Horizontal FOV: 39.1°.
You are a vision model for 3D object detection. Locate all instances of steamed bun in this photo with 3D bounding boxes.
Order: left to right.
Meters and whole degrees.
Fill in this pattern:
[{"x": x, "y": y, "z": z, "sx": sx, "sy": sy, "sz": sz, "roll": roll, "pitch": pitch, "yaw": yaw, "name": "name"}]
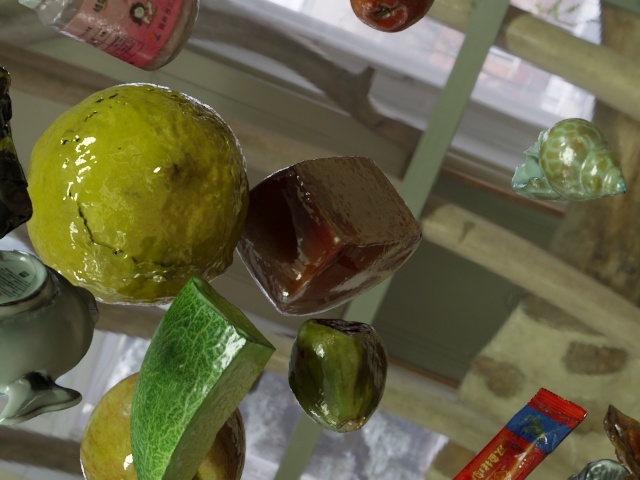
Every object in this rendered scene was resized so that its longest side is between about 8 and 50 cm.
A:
[{"x": 0.000, "y": 0.000, "z": 1.625, "sx": 0.248, "sy": 0.235, "sz": 0.379, "roll": -41, "pitch": -15, "yaw": 28, "name": "steamed bun"}]

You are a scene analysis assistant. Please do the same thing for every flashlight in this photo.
[{"x": 0.584, "y": 0.528, "z": 1.927, "sx": 0.424, "sy": 0.103, "sz": 0.103, "roll": 66, "pitch": -135, "yaw": -71, "name": "flashlight"}]

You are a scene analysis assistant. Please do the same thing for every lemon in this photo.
[{"x": -0.284, "y": -0.066, "z": 1.399, "sx": 0.387, "sy": 0.350, "sz": 0.349, "roll": -12, "pitch": 52, "yaw": 62, "name": "lemon"}]

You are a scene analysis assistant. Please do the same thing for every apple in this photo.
[{"x": -0.243, "y": 0.336, "z": 1.419, "sx": 0.264, "sy": 0.264, "sz": 0.264, "roll": 22, "pitch": -90, "yaw": -88, "name": "apple"}]

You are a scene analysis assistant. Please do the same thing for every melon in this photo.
[{"x": -0.180, "y": 0.222, "z": 1.165, "sx": 0.323, "sy": 0.124, "sz": 0.196, "roll": -64, "pitch": 31, "yaw": 11, "name": "melon"}]

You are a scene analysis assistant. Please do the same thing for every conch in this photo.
[{"x": 0.325, "y": -0.101, "z": 1.182, "sx": 0.116, "sy": 0.106, "sz": 0.173, "roll": -50, "pitch": 8, "yaw": -32, "name": "conch"}]

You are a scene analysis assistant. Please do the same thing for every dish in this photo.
[{"x": -0.325, "y": 0.075, "z": 0.919, "sx": 0.224, "sy": 0.246, "sz": 0.078, "roll": -13, "pitch": -51, "yaw": -34, "name": "dish"}]

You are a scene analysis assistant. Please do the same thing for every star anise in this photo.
[{"x": 0.522, "y": 0.366, "z": 1.406, "sx": 0.111, "sy": 0.212, "sz": 0.196, "roll": -24, "pitch": -54, "yaw": -41, "name": "star anise"}]

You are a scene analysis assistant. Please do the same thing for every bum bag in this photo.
[{"x": -0.397, "y": -0.109, "z": 1.031, "sx": 0.060, "sy": 0.107, "sz": 0.232, "roll": -152, "pitch": 55, "yaw": -64, "name": "bum bag"}]

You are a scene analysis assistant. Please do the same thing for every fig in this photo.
[{"x": 0.026, "y": 0.192, "z": 1.266, "sx": 0.154, "sy": 0.144, "sz": 0.165, "roll": 99, "pitch": 170, "yaw": -55, "name": "fig"}]

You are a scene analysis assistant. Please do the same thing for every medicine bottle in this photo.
[{"x": -0.282, "y": -0.315, "z": 1.113, "sx": 0.147, "sy": 0.247, "sz": 0.147, "roll": -27, "pitch": 53, "yaw": 43, "name": "medicine bottle"}]

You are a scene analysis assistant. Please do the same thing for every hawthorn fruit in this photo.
[{"x": 0.134, "y": -0.482, "z": 1.695, "sx": 0.189, "sy": 0.189, "sz": 0.189, "roll": 22, "pitch": -90, "yaw": -88, "name": "hawthorn fruit"}]

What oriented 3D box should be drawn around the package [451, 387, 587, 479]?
[{"x": 0.239, "y": 0.266, "z": 1.123, "sx": 0.200, "sy": 0.022, "sz": 0.083, "roll": -42, "pitch": 34, "yaw": -15, "name": "package"}]
